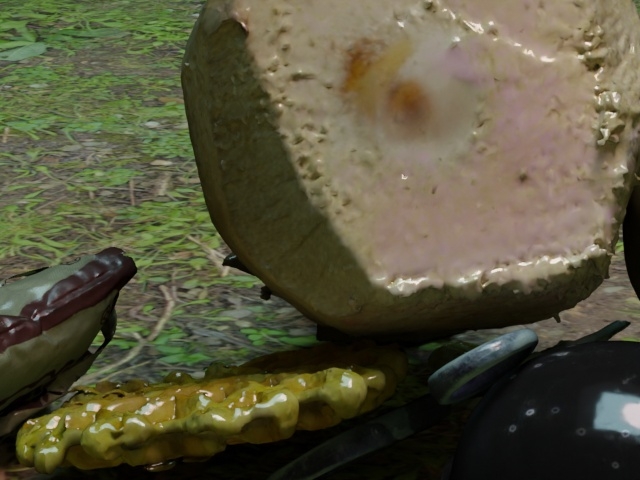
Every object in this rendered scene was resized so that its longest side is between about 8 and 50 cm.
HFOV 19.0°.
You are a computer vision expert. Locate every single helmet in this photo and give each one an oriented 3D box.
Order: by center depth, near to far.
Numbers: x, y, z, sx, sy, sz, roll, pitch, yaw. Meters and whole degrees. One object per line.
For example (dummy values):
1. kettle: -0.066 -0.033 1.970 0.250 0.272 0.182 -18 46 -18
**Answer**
1. helmet: 0.203 0.152 1.373 0.279 0.160 0.230 12 24 32

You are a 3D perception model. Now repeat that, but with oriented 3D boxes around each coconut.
1. coconut: 0.075 -0.105 1.562 0.405 0.404 0.404 -1 19 0

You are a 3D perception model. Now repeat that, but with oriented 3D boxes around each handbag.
1. handbag: -0.277 0.101 1.547 0.213 0.127 0.235 -44 -8 38

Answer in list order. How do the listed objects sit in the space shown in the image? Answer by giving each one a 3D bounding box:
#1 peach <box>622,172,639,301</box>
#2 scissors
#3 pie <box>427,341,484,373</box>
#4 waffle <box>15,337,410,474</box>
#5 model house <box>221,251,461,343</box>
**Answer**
1. peach: 0.380 0.030 1.571 0.247 0.292 0.292 -40 25 -4
2. scissors: 0.133 0.116 1.548 0.256 0.029 0.383 -35 -12 30
3. pie: 0.134 0.111 1.716 0.085 0.017 0.085 0 19 0
4. waffle: -0.082 0.130 1.501 0.312 0.060 0.307 -9 1 1
5. model house: 0.000 0.000 1.786 0.248 0.180 0.176 -7 15 -38
